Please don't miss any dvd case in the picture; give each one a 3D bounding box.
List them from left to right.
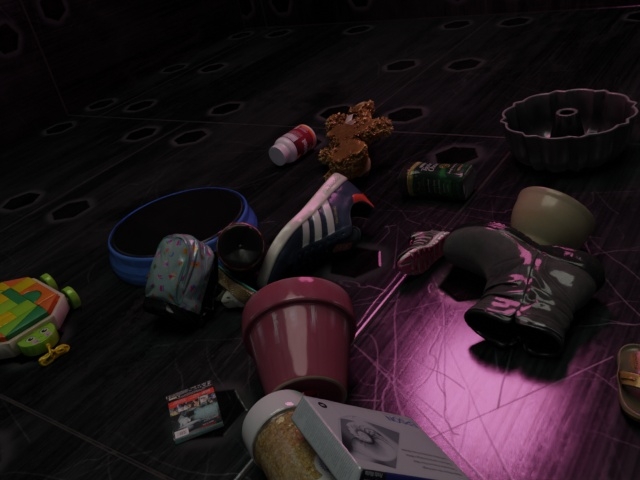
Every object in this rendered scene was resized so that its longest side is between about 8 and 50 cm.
[{"bbox_3d":[-0.222,0.300,1.168,0.087,0.013,0.119,-19,29,-11],"label":"dvd case"}]

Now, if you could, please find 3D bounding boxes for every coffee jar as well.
[{"bbox_3d":[0.291,-0.153,1.675,0.184,0.079,0.096,6,35,31],"label":"coffee jar"}]

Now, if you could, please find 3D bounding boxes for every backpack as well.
[{"bbox_3d":[-0.296,0.079,1.410,0.152,0.115,0.182,11,78,30],"label":"backpack"}]

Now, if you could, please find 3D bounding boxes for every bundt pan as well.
[{"bbox_3d":[0.635,-0.274,1.701,0.331,0.124,0.331,-10,29,6],"label":"bundt pan"}]

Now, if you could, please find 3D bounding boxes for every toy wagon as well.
[{"bbox_3d":[-0.680,0.184,1.494,0.344,0.068,0.267,16,41,41],"label":"toy wagon"}]

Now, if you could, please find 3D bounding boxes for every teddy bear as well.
[{"bbox_3d":[0.095,-0.283,1.916,0.245,0.113,0.338,-32,33,6],"label":"teddy bear"}]

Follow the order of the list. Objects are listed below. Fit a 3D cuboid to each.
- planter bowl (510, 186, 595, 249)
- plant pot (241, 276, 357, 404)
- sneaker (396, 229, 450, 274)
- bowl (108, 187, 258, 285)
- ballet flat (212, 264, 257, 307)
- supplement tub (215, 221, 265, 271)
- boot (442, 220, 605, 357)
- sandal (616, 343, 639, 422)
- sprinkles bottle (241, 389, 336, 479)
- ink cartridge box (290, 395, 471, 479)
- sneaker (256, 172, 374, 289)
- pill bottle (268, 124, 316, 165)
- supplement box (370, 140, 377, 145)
[{"bbox_3d":[0.447,-0.016,1.324,0.162,0.162,0.109,19,70,43],"label":"planter bowl"},{"bbox_3d":[-0.031,0.192,1.118,0.201,0.201,0.180,-12,45,3],"label":"plant pot"},{"bbox_3d":[0.209,0.021,1.427,0.075,0.063,0.170,18,37,42],"label":"sneaker"},{"bbox_3d":[-0.358,-0.024,1.715,0.391,0.077,0.391,-10,30,6],"label":"bowl"},{"bbox_3d":[-0.197,0.111,1.447,0.067,0.073,0.206,-53,38,-10],"label":"ballet flat"},{"bbox_3d":[-0.172,0.024,1.463,0.106,0.106,0.198,-17,-6,-6],"label":"supplement tub"},{"bbox_3d":[0.326,0.081,1.234,0.338,0.118,0.223,13,44,45],"label":"boot"},{"bbox_3d":[0.486,0.210,1.003,0.072,0.049,0.180,-3,31,17],"label":"sandal"},{"bbox_3d":[0.010,0.346,0.889,0.121,0.121,0.355,-24,32,-18],"label":"sprinkles bottle"},{"bbox_3d":[0.099,0.299,0.876,0.223,0.045,0.224,21,11,-35],"label":"ink cartridge box"},{"bbox_3d":[0.000,0.000,1.501,0.148,0.131,0.350,36,64,6],"label":"sneaker"},{"bbox_3d":[-0.088,-0.293,2.060,0.086,0.086,0.152,13,39,37],"label":"pill bottle"},{"bbox_3d":[0.126,-0.329,2.065,0.083,0.056,0.083,-31,34,-29],"label":"supplement box"}]
